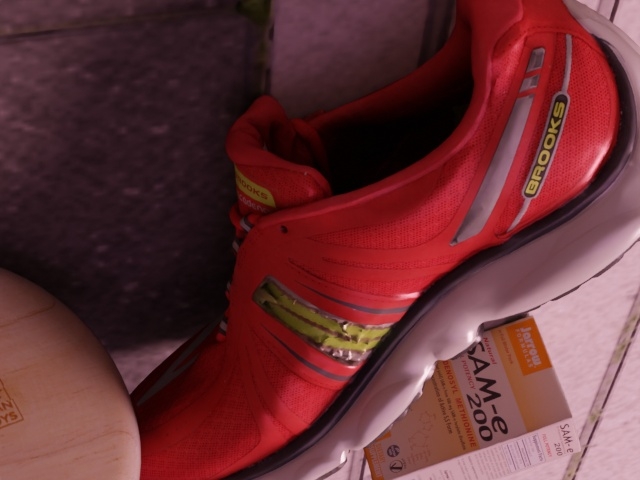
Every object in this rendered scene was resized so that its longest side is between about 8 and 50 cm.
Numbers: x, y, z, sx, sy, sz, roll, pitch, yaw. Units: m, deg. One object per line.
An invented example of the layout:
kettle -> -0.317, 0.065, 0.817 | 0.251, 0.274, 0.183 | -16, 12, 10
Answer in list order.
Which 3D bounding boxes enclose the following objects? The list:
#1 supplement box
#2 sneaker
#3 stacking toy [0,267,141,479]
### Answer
supplement box -> 0.067, 0.083, 0.709 | 0.098, 0.062, 0.036 | -20, 142, 4
sneaker -> 0.000, 0.000, 0.571 | 0.118, 0.107, 0.279 | 36, 118, -26
stacking toy -> -0.213, 0.145, 0.642 | 0.141, 0.141, 0.330 | 13, 141, -34
